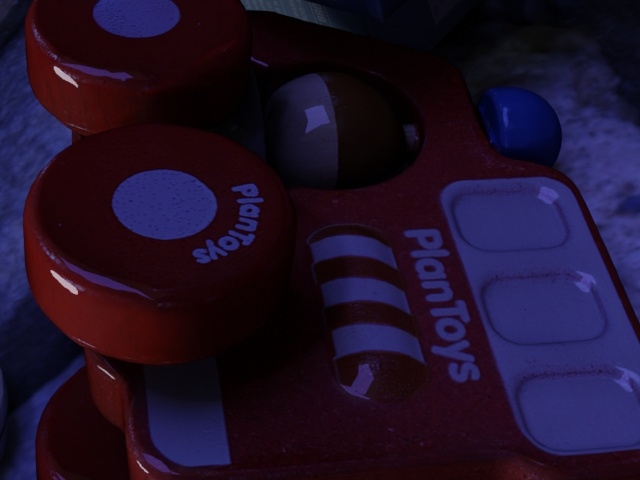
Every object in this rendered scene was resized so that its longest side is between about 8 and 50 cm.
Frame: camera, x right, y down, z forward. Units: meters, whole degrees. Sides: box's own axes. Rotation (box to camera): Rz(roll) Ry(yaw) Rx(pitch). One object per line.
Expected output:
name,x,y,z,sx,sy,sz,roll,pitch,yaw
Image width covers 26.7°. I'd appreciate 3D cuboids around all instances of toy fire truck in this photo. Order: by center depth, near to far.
toy fire truck,0.000,0.000,0.602,0.254,0.169,0.302,-1,43,-11

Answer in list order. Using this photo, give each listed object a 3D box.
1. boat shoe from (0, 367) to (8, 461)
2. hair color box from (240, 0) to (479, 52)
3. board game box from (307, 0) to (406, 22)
boat shoe,-0.371,0.155,0.565,0.500,0.156,0.187,-33,47,-18
hair color box,-0.052,-0.235,0.865,0.374,0.113,0.185,23,60,39
board game box,-0.014,-0.195,0.686,0.243,0.042,0.165,22,54,37
